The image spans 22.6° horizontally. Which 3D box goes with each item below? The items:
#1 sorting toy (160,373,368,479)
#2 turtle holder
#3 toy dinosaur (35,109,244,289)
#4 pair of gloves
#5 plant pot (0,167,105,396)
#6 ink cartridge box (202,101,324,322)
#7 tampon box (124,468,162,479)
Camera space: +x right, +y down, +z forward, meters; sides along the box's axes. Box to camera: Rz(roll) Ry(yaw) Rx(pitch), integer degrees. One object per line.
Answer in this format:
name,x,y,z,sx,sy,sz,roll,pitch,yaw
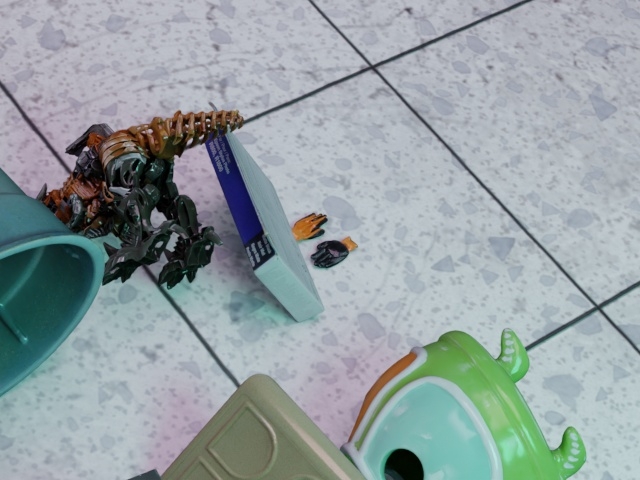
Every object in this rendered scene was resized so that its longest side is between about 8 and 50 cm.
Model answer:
sorting toy,-0.042,0.330,1.784,0.229,0.041,0.307,-47,69,6
turtle holder,0.165,0.276,1.847,0.227,0.243,0.320,-26,101,-13
toy dinosaur,-0.230,-0.063,1.960,0.164,0.322,0.218,-8,67,-38
pair of gloves,0.000,0.000,2.139,0.074,0.010,0.083,-33,69,-34
plant pot,-0.478,-0.003,1.793,0.341,0.341,0.334,-30,68,-31
ink cartridge box,-0.083,-0.033,2.017,0.045,0.224,0.223,-27,57,5
tampon box,-0.215,0.343,1.716,0.120,0.161,0.101,-20,59,-26
